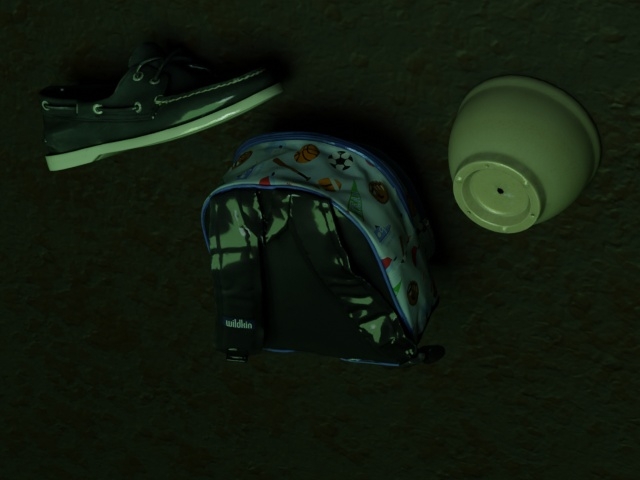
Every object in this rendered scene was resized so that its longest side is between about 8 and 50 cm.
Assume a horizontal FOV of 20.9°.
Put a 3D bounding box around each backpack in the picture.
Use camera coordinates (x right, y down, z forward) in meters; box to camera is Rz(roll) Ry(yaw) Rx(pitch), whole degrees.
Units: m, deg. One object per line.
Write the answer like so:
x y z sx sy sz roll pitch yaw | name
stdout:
0.000 0.000 1.951 0.277 0.213 0.263 0 138 23 | backpack

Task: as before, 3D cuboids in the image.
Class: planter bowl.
0.202 -0.077 1.827 0.162 0.109 0.162 17 136 17 | planter bowl

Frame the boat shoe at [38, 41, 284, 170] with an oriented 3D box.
-0.194 -0.168 1.978 0.340 0.127 0.113 -11 100 41 | boat shoe
